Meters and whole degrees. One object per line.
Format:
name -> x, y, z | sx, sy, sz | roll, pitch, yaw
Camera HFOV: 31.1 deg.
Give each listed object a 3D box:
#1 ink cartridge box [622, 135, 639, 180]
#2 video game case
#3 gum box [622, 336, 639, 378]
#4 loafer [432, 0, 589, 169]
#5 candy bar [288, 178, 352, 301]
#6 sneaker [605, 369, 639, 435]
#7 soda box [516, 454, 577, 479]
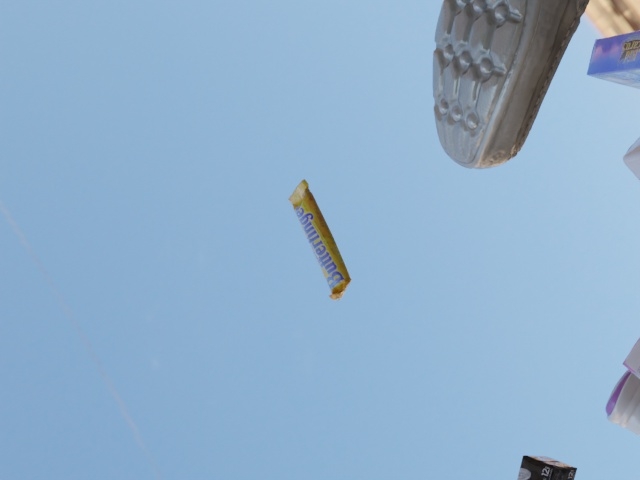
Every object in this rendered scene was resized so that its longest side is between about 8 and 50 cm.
ink cartridge box -> 0.469, -0.130, 1.155 | 0.117, 0.278, 0.201 | 47, -108, -8
video game case -> 0.541, -0.237, 1.609 | 0.244, 0.269, 0.061 | 12, -87, -11
gum box -> 0.448, 0.175, 1.349 | 0.107, 0.062, 0.188 | 28, -171, -22
loafer -> 0.164, -0.201, 0.810 | 0.111, 0.320, 0.112 | 5, -159, -31
candy bar -> 0.000, 0.000, 1.345 | 0.018, 0.040, 0.162 | 5, -132, -36
sneaker -> 0.570, 0.217, 1.804 | 0.152, 0.114, 0.305 | 33, -128, 21
soda box -> 0.284, 0.373, 1.526 | 0.060, 0.053, 0.169 | 13, -88, -46
